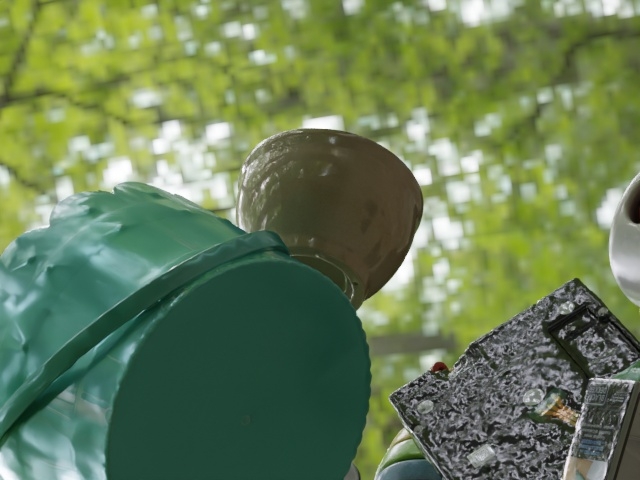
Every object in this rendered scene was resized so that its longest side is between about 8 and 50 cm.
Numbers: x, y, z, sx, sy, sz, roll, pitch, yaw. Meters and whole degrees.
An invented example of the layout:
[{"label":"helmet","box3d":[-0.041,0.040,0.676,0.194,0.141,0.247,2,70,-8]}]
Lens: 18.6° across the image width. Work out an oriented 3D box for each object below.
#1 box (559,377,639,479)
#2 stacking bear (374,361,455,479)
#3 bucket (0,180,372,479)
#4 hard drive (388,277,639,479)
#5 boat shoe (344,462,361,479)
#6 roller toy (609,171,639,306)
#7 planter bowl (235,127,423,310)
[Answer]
[{"label":"box","box3d":[0.269,0.275,1.603,0.169,0.087,0.290,22,-98,-17]},{"label":"stacking bear","box3d":[0.150,0.275,2.356,0.175,0.164,0.289,39,-137,-21]},{"label":"bucket","box3d":[-0.110,0.104,1.441,0.281,0.183,0.281,-15,-67,-38]},{"label":"hard drive","box3d":[0.236,0.196,1.871,0.064,0.237,0.339,60,175,-36]},{"label":"boat shoe","box3d":[-0.010,0.402,2.190,0.119,0.121,0.335,17,-86,-30]},{"label":"roller toy","box3d":[0.430,0.003,2.173,0.209,0.146,0.191,-11,-70,-32]},{"label":"planter bowl","box3d":[0.000,0.000,1.648,0.109,0.162,0.162,-77,-31,-41]}]
